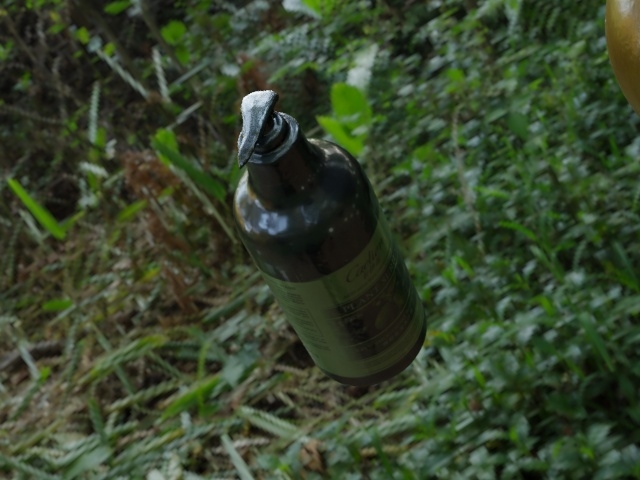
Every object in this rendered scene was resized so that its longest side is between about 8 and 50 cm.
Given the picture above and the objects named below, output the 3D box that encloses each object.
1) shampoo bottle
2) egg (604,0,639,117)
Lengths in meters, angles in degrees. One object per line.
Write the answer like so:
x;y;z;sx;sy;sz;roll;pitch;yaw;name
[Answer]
0.000;0.000;0.764;0.101;0.284;0.101;-11;51;14;shampoo bottle
0.467;-0.208;1.126;0.282;0.351;0.282;-39;1;1;egg
